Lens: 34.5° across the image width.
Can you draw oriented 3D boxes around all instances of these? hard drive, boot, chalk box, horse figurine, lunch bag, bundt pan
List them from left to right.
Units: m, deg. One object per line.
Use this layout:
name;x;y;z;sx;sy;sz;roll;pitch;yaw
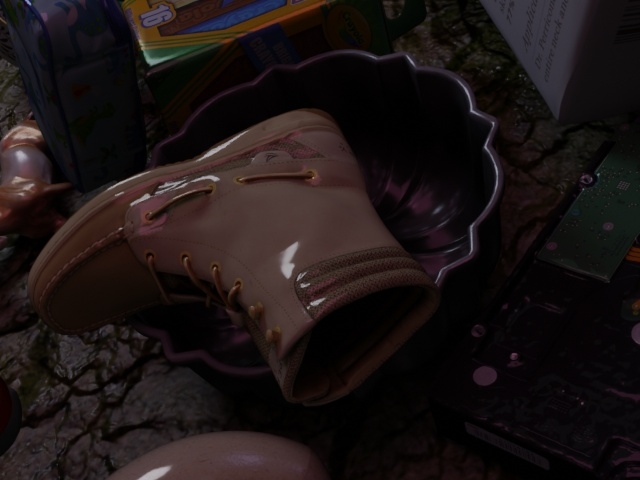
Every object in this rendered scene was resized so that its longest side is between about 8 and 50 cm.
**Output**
horse figurine;-0.280;-0.076;1.075;0.174;0.066;0.263;-9;47;2
lunch bag;-0.236;-0.171;0.969;0.090;0.219;0.176;-24;52;-20
boot;-0.067;0.036;0.707;0.261;0.095;0.203;-26;48;-3
chalk box;-0.026;-0.192;1.020;0.288;0.180;0.179;-22;44;-2
bundt pan;0.000;0.000;0.851;0.330;0.124;0.331;-12;48;14
hard drive;0.267;0.050;0.771;0.236;0.064;0.339;20;57;33

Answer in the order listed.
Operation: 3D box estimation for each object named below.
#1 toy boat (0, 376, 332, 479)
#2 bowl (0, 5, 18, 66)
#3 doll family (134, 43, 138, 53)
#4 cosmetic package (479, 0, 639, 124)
toy boat;-0.136;0.196;0.664;0.318;0.148;0.267;44;68;1
bowl;-0.344;-0.257;1.239;0.080;0.170;0.170;-51;24;34
doll family;-0.234;-0.271;1.198;0.163;0.118;0.263;26;27;16
cosmetic package;0.297;-0.373;0.897;0.327;0.329;0.394;-14;55;-13
